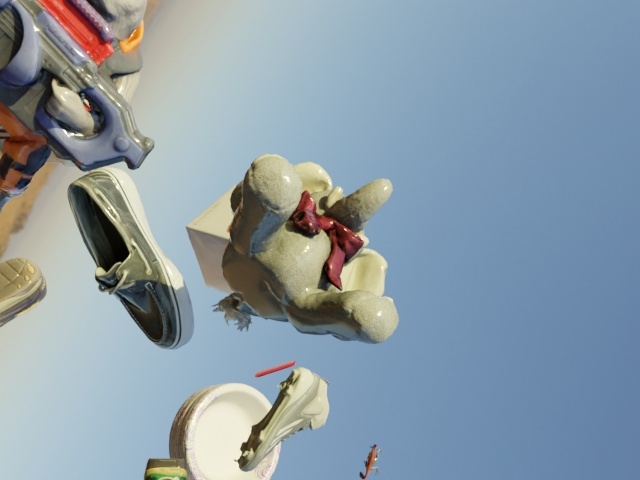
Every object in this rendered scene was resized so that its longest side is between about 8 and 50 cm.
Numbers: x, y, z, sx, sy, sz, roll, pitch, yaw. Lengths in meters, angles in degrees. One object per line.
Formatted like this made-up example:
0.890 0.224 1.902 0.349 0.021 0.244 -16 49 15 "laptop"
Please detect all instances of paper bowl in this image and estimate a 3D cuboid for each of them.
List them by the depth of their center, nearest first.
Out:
-0.251 0.508 1.711 0.148 0.284 0.284 -20 -140 46 "paper bowl"

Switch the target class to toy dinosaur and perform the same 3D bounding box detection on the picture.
0.122 0.569 1.736 0.047 0.090 0.082 15 -120 33 "toy dinosaur"

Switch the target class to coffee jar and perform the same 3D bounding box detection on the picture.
-0.343 0.570 1.488 0.079 0.096 0.184 111 -21 -44 "coffee jar"

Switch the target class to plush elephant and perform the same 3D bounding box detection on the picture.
0.000 0.000 0.977 0.255 0.272 0.330 -43 -175 -36 "plush elephant"

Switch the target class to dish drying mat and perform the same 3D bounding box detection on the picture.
-0.091 0.259 1.363 0.083 0.008 0.032 -19 -176 2 "dish drying mat"

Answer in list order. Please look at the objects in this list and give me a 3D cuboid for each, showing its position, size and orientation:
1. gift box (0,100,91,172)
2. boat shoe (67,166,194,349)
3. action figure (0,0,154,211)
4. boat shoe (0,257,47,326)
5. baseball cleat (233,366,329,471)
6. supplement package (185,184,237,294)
-0.593 -0.292 1.436 0.258 0.255 0.276 5 -115 28 "gift box"
-0.330 0.044 1.133 0.121 0.335 0.119 -23 -174 30 "boat shoe"
-0.313 -0.195 0.654 0.330 0.341 0.178 -28 -161 19 "action figure"
-0.790 0.177 1.547 0.355 0.130 0.132 -27 -123 -11 "boat shoe"
-0.055 0.321 1.160 0.205 0.109 0.072 -57 -160 4 "baseball cleat"
-0.106 0.021 1.436 0.293 0.175 0.177 15 -136 31 "supplement package"
